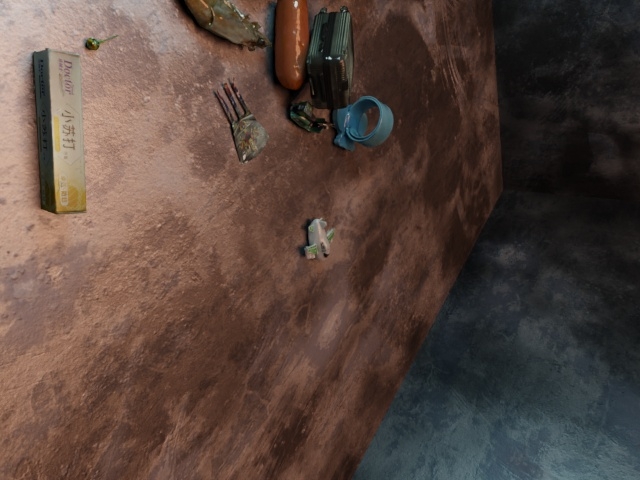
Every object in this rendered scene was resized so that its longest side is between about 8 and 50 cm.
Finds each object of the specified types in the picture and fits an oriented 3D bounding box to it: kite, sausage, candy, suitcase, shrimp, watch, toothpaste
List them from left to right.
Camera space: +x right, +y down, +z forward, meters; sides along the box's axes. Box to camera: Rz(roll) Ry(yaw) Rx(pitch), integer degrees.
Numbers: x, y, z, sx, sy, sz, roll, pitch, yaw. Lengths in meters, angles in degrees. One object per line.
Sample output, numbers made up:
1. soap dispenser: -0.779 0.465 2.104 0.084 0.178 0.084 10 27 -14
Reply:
1. toothpaste: -0.518 -0.212 0.915 0.071 0.089 0.313 -8 106 -48
2. candy: -0.467 -0.432 0.985 0.083 0.025 0.023 -56 167 -42
3. shrimp: -0.239 -0.638 1.199 0.360 0.085 0.247 31 67 -49
4. kite: -0.228 -0.348 1.336 0.141 0.015 0.245 -55 142 -31
5. sausage: -0.086 -0.591 1.384 0.113 0.113 0.259 -14 110 -52
6. suitcase: 0.039 -0.576 1.446 0.202 0.128 0.312 79 15 -54
7. watch: 0.165 -0.429 1.702 0.211 0.193 0.211 -15 109 -50

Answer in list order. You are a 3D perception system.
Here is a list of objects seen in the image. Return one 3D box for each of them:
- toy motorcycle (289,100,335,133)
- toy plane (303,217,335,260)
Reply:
1. toy motorcycle: -0.033 -0.401 1.519 0.173 0.100 0.058 26 78 -52
2. toy plane: -0.002 0.000 1.690 0.174 0.080 0.174 -24 121 -50
